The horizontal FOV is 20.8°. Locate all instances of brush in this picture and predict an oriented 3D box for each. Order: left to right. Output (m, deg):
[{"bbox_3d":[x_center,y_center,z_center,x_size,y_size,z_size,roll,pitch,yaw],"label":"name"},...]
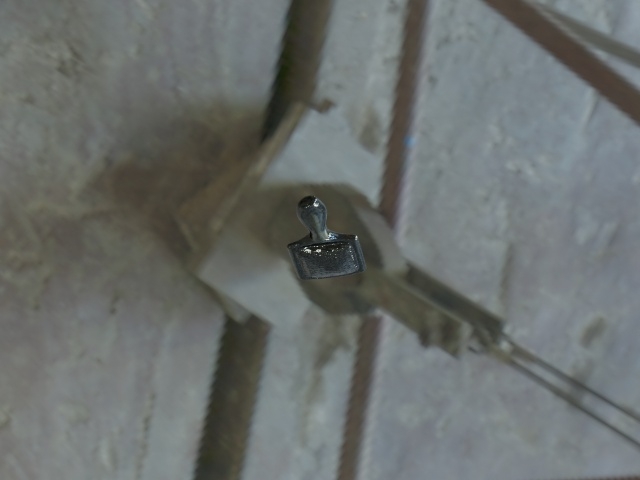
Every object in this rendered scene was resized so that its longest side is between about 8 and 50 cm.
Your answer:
[{"bbox_3d":[0.000,0.000,1.487,0.063,0.016,0.193,-10,158,4],"label":"brush"}]
